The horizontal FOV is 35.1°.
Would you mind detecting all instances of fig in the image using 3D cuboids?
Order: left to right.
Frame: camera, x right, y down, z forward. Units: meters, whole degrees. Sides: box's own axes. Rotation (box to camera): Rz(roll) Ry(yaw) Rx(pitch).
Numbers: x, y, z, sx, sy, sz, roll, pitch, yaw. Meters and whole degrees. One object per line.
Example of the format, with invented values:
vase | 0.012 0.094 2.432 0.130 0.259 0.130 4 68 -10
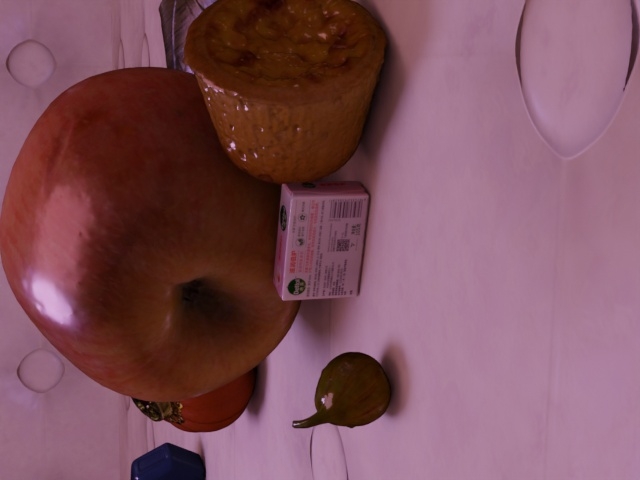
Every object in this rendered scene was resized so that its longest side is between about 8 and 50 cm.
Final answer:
fig | 0.025 0.158 1.019 0.084 0.098 0.082 -3 116 39

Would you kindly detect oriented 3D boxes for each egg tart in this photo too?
egg tart | -0.037 -0.153 1.033 0.147 0.203 0.202 93 164 -46

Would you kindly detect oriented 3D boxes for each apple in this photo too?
apple | -0.190 -0.003 1.233 0.346 0.391 0.391 41 133 47

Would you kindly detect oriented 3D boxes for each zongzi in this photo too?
zongzi | -0.124 -0.279 1.400 0.300 0.138 0.286 -10 87 63

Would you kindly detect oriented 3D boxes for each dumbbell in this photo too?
dumbbell | -0.269 0.528 1.903 0.316 0.144 0.156 -123 35 -59

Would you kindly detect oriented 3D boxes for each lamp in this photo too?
lamp | -0.201 0.193 1.570 0.223 0.196 0.223 31 142 28

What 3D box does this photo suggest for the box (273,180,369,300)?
box | 0.000 0.000 1.090 0.043 0.089 0.125 -125 38 -60
